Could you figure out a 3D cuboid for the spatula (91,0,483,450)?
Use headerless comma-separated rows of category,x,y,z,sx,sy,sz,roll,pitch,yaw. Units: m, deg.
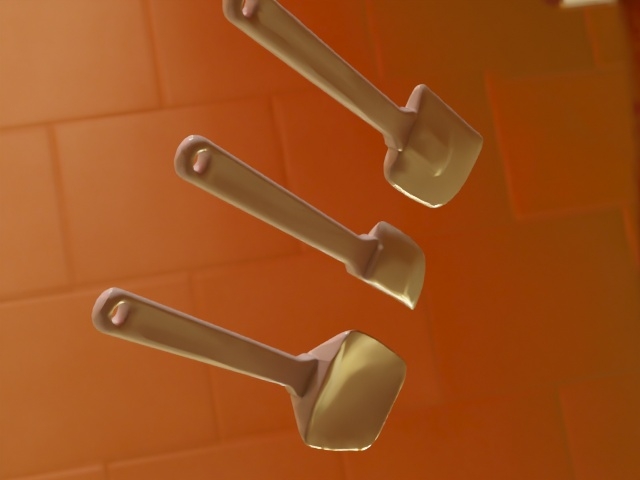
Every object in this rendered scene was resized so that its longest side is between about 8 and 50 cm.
spatula,0.000,0.000,0.614,0.242,0.019,0.168,27,-94,-61
